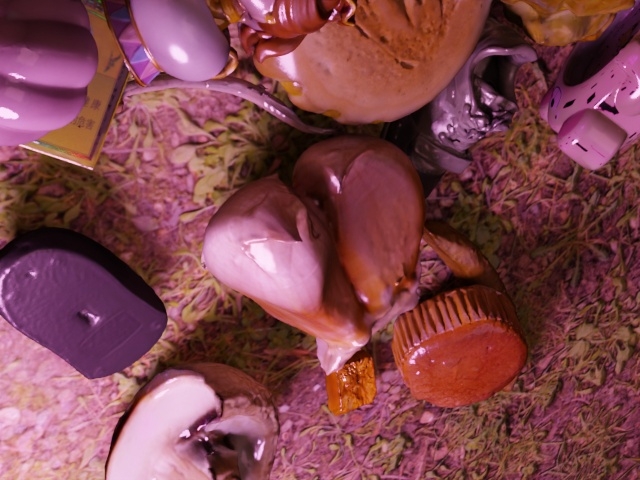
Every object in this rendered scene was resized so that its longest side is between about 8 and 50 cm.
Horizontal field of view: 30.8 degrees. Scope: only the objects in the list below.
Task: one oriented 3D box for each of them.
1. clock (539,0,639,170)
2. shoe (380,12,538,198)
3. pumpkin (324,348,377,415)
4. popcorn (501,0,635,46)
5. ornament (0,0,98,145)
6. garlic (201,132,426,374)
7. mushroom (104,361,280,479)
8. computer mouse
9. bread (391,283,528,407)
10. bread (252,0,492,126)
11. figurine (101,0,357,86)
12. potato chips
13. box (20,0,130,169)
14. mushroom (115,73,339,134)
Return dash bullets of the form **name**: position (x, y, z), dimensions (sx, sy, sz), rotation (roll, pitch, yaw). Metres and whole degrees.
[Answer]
- **clock**: position (0.423, -0.254, 1.561), dimensions (0.114, 0.284, 0.309), rotation (35, 108, -13)
- **shoe**: position (0.184, -0.159, 1.535), dimensions (0.109, 0.149, 0.293), rotation (12, 107, -38)
- **pumpkin**: position (0.043, 0.209, 1.712), dimensions (0.074, 0.054, 0.083), rotation (-13, 100, -31)
- **popcorn**: position (0.309, -0.368, 1.459), dimensions (0.225, 0.276, 0.276), rotation (-58, 133, -17)
- **ornament**: position (-0.299, -0.180, 1.122), dimensions (0.178, 0.177, 0.177), rotation (-16, 123, -26)
- **garlic**: position (0.000, 0.000, 1.460), dimensions (0.286, 0.249, 0.313), rotation (-27, 134, 10)
- **mushroom**: position (-0.160, 0.282, 1.543), dimensions (0.164, 0.190, 0.267), rotation (-2, 104, -55)
- **computer mouse**: position (-0.298, 0.063, 1.383), dimensions (0.137, 0.086, 0.269), rotation (-39, 139, 3)
- **bread**: position (0.207, 0.162, 1.717), dimensions (0.199, 0.104, 0.199), rotation (-5, 130, -6)
- **bread**: position (0.040, -0.291, 1.358), dimensions (0.333, 0.160, 0.333), rotation (-14, 121, -25)
- **figurine**: position (-0.078, -0.248, 1.164), dimensions (0.263, 0.142, 0.189), rotation (-22, 150, 3)
- **potato chips**: position (0.245, 0.091, 1.774), dimensions (0.080, 0.057, 0.407), rotation (-37, 130, -7)
- **box**: position (-0.273, -0.202, 1.244), dimensions (0.141, 0.064, 0.220), rotation (19, 103, -20)
- **mushroom**: position (-0.121, -0.167, 1.383), dimensions (0.306, 0.043, 0.068), rotation (2, 84, -25)
